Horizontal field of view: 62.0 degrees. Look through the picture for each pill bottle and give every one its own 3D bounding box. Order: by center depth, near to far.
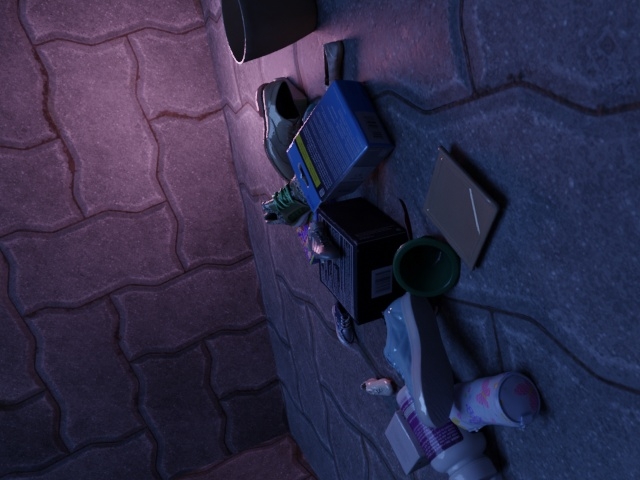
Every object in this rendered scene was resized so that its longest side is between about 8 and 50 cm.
[{"bbox_3d":[0.351,0.531,1.480,0.169,0.169,0.302,98,151,-49],"label":"pill bottle"}]

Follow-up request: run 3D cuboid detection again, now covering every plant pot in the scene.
[{"bbox_3d":[-0.160,-0.737,1.759,0.256,0.273,0.257,164,90,-71],"label":"plant pot"}]

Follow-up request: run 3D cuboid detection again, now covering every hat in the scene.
[{"bbox_3d":[0.287,0.018,1.447,0.184,0.172,0.209,-69,-22,-58],"label":"hat"}]

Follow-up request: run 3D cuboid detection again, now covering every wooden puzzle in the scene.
[{"bbox_3d":[0.331,-0.076,1.266,0.239,0.044,0.221,90,156,-49],"label":"wooden puzzle"}]

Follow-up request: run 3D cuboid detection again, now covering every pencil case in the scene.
[{"bbox_3d":[0.408,0.394,1.291,0.273,0.113,0.124,123,151,-64],"label":"pencil case"}]

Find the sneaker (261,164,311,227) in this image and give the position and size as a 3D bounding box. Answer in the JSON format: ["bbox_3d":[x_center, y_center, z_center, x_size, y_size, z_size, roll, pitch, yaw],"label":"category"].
[{"bbox_3d":[-0.126,-0.145,2.024,0.410,0.182,0.158,117,134,-62],"label":"sneaker"}]

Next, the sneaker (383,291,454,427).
[{"bbox_3d":[0.247,0.321,1.415,0.150,0.135,0.366,-37,42,39],"label":"sneaker"}]

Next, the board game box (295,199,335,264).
[{"bbox_3d":[-0.017,-0.082,2.172,0.347,0.078,0.233,112,139,-60],"label":"board game box"}]

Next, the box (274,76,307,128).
[{"bbox_3d":[-0.120,-0.476,2.189,0.232,0.058,0.322,-126,26,-44],"label":"box"}]

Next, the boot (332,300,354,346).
[{"bbox_3d":[0.096,0.338,2.195,0.086,0.069,0.190,107,145,-62],"label":"boot"}]

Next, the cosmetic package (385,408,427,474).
[{"bbox_3d":[0.315,0.611,1.671,0.184,0.151,0.151,97,150,-51],"label":"cosmetic package"}]

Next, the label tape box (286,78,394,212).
[{"bbox_3d":[0.047,-0.281,1.644,0.348,0.115,0.249,-48,58,49],"label":"label tape box"}]

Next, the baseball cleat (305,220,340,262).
[{"bbox_3d":[0.000,0.000,1.654,0.206,0.072,0.110,-155,61,-61],"label":"baseball cleat"}]

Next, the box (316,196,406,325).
[{"bbox_3d":[0.127,0.055,1.714,0.294,0.182,0.296,-134,36,-53],"label":"box"}]

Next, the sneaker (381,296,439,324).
[{"bbox_3d":[0.252,0.213,1.565,0.229,0.132,0.086,117,134,-64],"label":"sneaker"}]

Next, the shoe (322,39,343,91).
[{"bbox_3d":[0.032,-0.531,1.709,0.077,0.058,0.219,-124,26,-42],"label":"shoe"}]

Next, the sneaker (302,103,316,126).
[{"bbox_3d":[-0.046,-0.451,1.993,0.166,0.064,0.076,104,149,-52],"label":"sneaker"}]

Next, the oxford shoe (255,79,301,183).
[{"bbox_3d":[-0.134,-0.407,2.020,0.146,0.140,0.397,2,115,54],"label":"oxford shoe"}]

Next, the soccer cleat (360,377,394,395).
[{"bbox_3d":[0.216,0.560,2.021,0.196,0.076,0.068,149,104,-70],"label":"soccer cleat"}]
